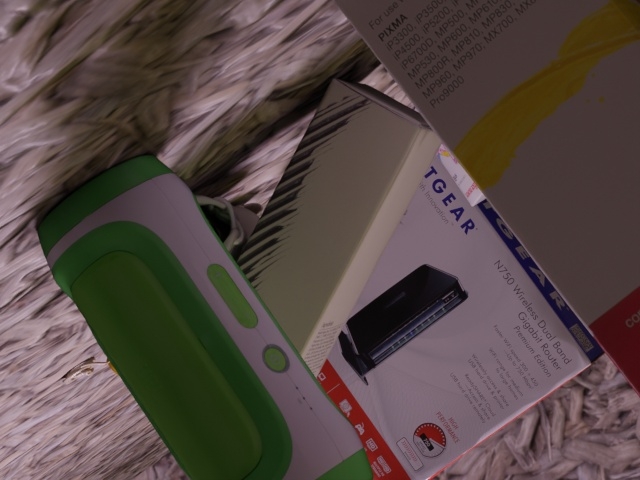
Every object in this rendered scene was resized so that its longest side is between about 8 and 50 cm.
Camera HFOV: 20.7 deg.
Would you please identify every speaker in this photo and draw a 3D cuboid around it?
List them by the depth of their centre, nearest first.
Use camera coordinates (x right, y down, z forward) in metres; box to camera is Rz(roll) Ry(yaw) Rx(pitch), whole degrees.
[{"bbox_3d":[-0.087,0.086,1.309,0.131,0.296,0.131,-34,173,-5],"label":"speaker"}]

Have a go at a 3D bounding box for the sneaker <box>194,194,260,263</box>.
[{"bbox_3d":[-0.101,0.005,1.530,0.091,0.094,0.258,-34,173,27],"label":"sneaker"}]

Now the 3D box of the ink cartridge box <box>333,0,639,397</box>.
[{"bbox_3d":[0.216,-0.088,1.222,0.160,0.385,0.279,-42,170,25],"label":"ink cartridge box"}]

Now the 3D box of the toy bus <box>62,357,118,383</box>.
[{"bbox_3d":[-0.163,0.132,2.032,0.202,0.104,0.191,-40,171,31],"label":"toy bus"}]

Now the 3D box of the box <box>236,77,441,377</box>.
[{"bbox_3d":[0.000,0.000,1.533,0.275,0.094,0.113,-62,167,8],"label":"box"}]

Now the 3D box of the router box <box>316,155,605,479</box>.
[{"bbox_3d":[0.105,0.080,2.000,0.301,0.335,0.082,-39,172,22],"label":"router box"}]

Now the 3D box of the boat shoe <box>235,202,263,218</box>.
[{"bbox_3d":[-0.086,-0.019,1.707,0.100,0.035,0.035,-16,133,-57],"label":"boat shoe"}]

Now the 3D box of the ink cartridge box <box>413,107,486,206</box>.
[{"bbox_3d":[0.154,-0.105,1.842,0.052,0.122,0.088,-34,172,-11],"label":"ink cartridge box"}]
